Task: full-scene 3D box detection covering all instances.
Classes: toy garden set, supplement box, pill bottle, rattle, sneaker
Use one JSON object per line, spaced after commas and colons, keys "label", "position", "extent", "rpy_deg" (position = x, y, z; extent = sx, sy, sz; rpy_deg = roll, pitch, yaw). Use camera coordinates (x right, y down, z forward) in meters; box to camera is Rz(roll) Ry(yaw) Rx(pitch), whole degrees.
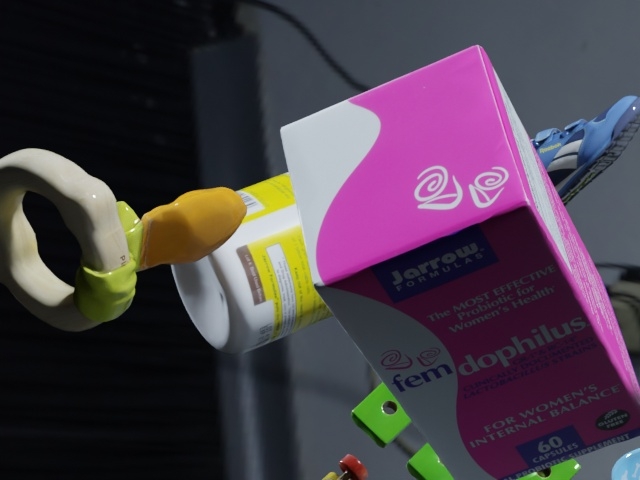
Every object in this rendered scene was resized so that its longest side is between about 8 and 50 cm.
{"label": "toy garden set", "position": [0.117, 0.236, 1.502], "extent": [0.244, 0.049, 0.204], "rpy_deg": [43, 69, 15]}
{"label": "supplement box", "position": [0.078, 0.022, 0.883], "extent": [0.111, 0.220, 0.114], "rpy_deg": [-23, 47, 12]}
{"label": "pill bottle", "position": [0.000, 0.000, 1.325], "extent": [0.117, 0.215, 0.117], "rpy_deg": [46, 147, 41]}
{"label": "rattle", "position": [-0.177, -0.025, 1.162], "extent": [0.200, 0.130, 0.143], "rpy_deg": [8, 46, 42]}
{"label": "sneaker", "position": [0.188, -0.068, 1.322], "extent": [0.144, 0.053, 0.059], "rpy_deg": [-42, 71, 15]}

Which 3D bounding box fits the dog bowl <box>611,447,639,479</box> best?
{"label": "dog bowl", "position": [0.424, 0.266, 1.734], "extent": [0.297, 0.166, 0.074], "rpy_deg": [-25, 35, 43]}
